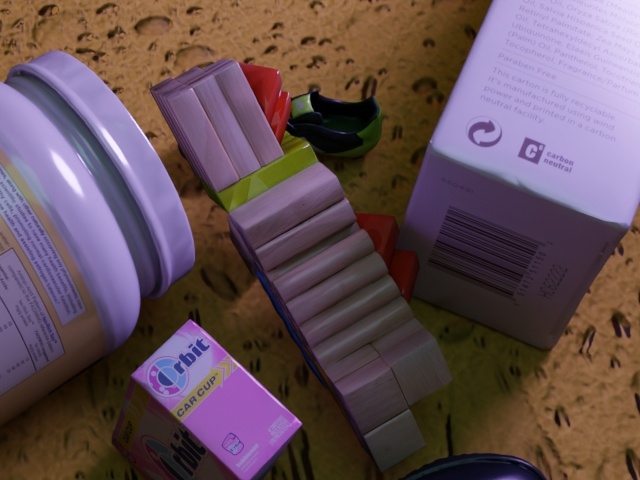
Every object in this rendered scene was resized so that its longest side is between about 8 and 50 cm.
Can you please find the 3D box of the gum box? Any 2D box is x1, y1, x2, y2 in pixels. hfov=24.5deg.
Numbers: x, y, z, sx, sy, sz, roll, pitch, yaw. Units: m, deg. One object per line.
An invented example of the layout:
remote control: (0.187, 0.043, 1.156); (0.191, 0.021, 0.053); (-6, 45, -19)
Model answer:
gum box: (-0.088, 0.143, 1.076); (0.107, 0.188, 0.062); (42, 65, 7)

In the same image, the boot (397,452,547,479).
boot: (0.068, 0.223, 1.030); (0.246, 0.207, 0.094); (-9, 93, -8)

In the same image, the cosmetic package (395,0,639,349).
cosmetic package: (0.219, -0.164, 1.248); (0.161, 0.230, 0.453); (22, 63, 5)

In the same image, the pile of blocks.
pile of blocks: (0.000, 0.000, 1.177); (0.112, 0.149, 0.362); (-30, 84, -8)

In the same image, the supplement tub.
supplement tub: (-0.284, 0.028, 1.081); (0.331, 0.241, 0.241); (-34, 71, -21)

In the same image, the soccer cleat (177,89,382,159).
soccer cleat: (-0.034, -0.099, 1.271); (0.179, 0.072, 0.060); (-5, 63, -9)
